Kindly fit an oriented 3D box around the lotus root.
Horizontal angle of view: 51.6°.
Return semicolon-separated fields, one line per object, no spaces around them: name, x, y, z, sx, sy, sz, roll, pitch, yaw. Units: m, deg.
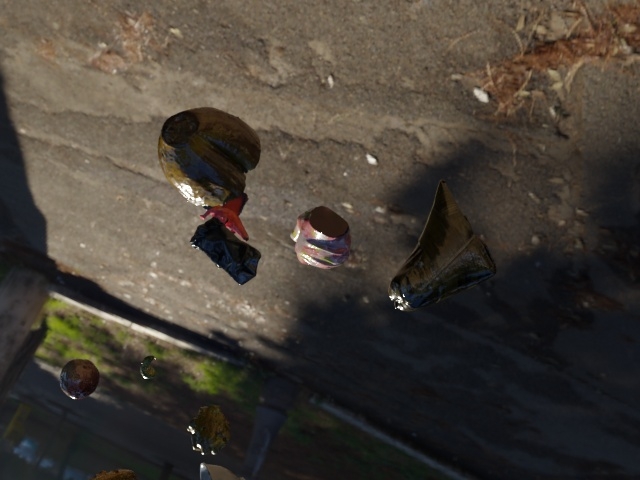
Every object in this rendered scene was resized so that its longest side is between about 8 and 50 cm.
lotus root;-0.238;-0.192;1.374;0.199;0.188;0.180;-17;155;9

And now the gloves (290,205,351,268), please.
gloves;-0.001;0.010;1.553;0.145;0.126;0.241;11;148;-3

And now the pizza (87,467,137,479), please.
pizza;-0.511;0.584;1.572;0.058;0.127;0.246;46;-167;22

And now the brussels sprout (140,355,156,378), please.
brussels sprout;-0.566;0.413;2.176;0.050;0.084;0.046;6;-161;-9

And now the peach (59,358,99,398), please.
peach;-0.494;0.285;1.361;0.083;0.083;0.083;17;154;9

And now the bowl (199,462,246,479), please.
bowl;-0.196;0.561;1.422;0.085;0.189;0.189;-8;164;-23

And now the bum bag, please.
bum bag;-0.212;0.018;1.473;0.197;0.087;0.049;37;173;26

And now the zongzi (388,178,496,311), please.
zongzi;0.270;0.010;1.680;0.289;0.285;0.134;68;161;4

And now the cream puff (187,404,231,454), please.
cream puff;-0.192;0.333;1.154;0.083;0.083;0.058;19;142;23

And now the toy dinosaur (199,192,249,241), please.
toy dinosaur;-0.243;-0.077;1.935;0.286;0.139;0.070;22;155;51
